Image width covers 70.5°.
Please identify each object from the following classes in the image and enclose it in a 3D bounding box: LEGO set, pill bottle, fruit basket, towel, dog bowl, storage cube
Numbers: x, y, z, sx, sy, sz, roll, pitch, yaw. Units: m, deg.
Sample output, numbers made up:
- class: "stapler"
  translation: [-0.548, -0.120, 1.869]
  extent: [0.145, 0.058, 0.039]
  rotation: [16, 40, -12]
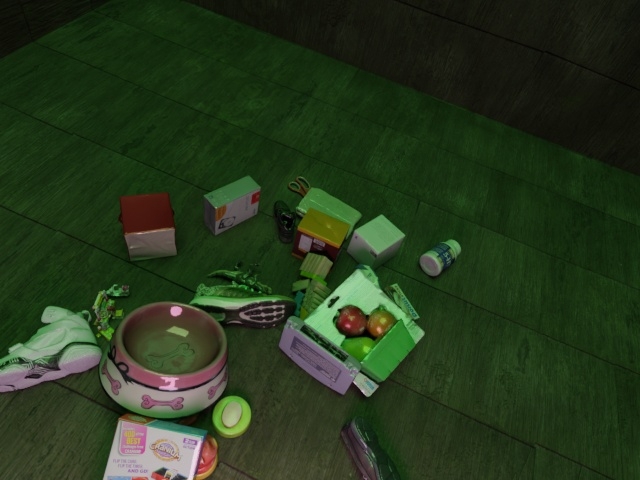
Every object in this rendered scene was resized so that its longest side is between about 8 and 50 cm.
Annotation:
- class: "LEGO set"
  translation: [-0.725, 0.274, 1.577]
  extent: [0.132, 0.107, 0.287]
  rotation: [-9, 55, -20]
- class: "pill bottle"
  translation: [0.548, 0.072, 2.051]
  extent: [0.186, 0.112, 0.112]
  rotation: [-31, 64, -31]
- class: "fruit basket"
  translation: [0.156, 0.333, 1.678]
  extent: [0.353, 0.165, 0.327]
  rotation: [42, 68, 14]
- class: "towel"
  translation: [0.037, -0.127, 2.120]
  extent: [0.282, 0.049, 0.187]
  rotation: [31, 52, 5]
- class: "dog bowl"
  translation: [-0.480, 0.357, 1.450]
  extent: [0.407, 0.150, 0.408]
  rotation: [16, 27, -8]
- class: "storage cube"
  translation: [-0.684, -0.053, 1.804]
  extent: [0.215, 0.184, 0.193]
  rotation: [-9, 56, -21]

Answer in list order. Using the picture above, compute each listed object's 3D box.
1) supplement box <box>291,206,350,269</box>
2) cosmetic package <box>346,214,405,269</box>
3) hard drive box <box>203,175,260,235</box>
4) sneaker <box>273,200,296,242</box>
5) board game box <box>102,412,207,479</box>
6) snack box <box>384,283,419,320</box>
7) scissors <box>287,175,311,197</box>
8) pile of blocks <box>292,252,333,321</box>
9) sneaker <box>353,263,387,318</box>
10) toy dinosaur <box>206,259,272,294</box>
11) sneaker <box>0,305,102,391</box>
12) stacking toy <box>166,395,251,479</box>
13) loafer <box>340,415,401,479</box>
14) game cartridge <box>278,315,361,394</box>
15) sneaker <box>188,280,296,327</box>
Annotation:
- class: "supplement box"
  translation: [0.000, 0.000, 1.920]
  extent: [0.191, 0.194, 0.129]
  rotation: [24, 50, 6]
- class: "cosmetic package"
  translation: [0.242, 0.014, 1.997]
  extent: [0.183, 0.151, 0.151]
  rotation: [-29, 63, -32]
- class: "hard drive box"
  translation: [-0.383, -0.153, 1.959]
  extent: [0.232, 0.181, 0.089]
  rotation: [-33, 65, -32]
- class: "sneaker"
  translation: [-0.157, -0.115, 2.020]
  extent: [0.087, 0.130, 0.228]
  rotation: [1, 50, -15]
- class: "board game box"
  translation: [-0.470, 0.667, 1.246]
  extent: [0.242, 0.064, 0.317]
  rotation: [13, 82, -1]
- class: "snack box"
  translation: [0.339, 0.264, 1.903]
  extent: [0.064, 0.022, 0.178]
  rotation: [-15, 57, -26]
- class: "scissors"
  translation: [-0.048, -0.203, 2.185]
  extent: [0.109, 0.021, 0.297]
  rotation: [-26, 61, -30]
- class: "pile of blocks"
  translation: [-0.028, 0.225, 1.810]
  extent: [0.112, 0.149, 0.362]
  rotation: [40, 48, -39]
- class: "sneaker"
  translation: [0.179, 0.223, 1.840]
  extent: [0.131, 0.112, 0.296]
  rotation: [-8, 54, -19]
- class: "toy dinosaur"
  translation: [-0.311, 0.134, 1.826]
  extent: [0.268, 0.064, 0.118]
  rotation: [17, 56, 4]
- class: "sneaker"
  translation: [-0.915, 0.343, 1.462]
  extent: [0.365, 0.137, 0.210]
  rotation: [-9, 54, -27]
- class: "stacking toy"
  translation: [-0.376, 0.543, 1.433]
  extent: [0.279, 0.130, 0.309]
  rotation: [-33, 66, -33]
- class: "loafer"
  translation: [0.167, 0.724, 1.463]
  extent: [0.109, 0.095, 0.303]
  rotation: [5, 48, -50]
- class: "game cartridge"
  translation: [-0.010, 0.406, 1.587]
  extent: [0.297, 0.198, 0.062]
  rotation: [34, 52, 14]
- class: "sneaker"
  translation: [-0.294, 0.215, 1.714]
  extent: [0.410, 0.158, 0.182]
  rotation: [3, 42, -13]
